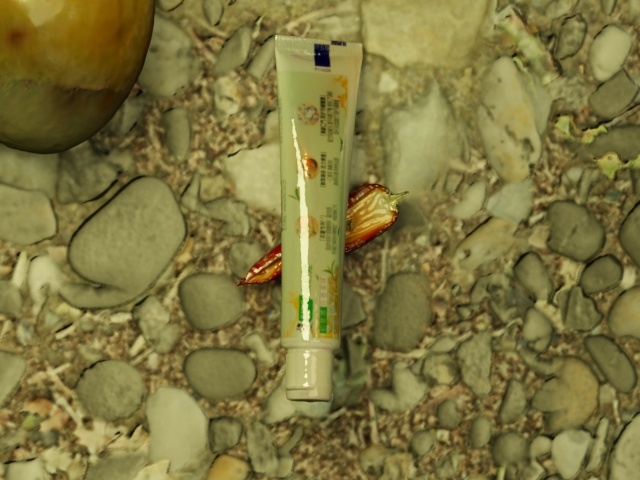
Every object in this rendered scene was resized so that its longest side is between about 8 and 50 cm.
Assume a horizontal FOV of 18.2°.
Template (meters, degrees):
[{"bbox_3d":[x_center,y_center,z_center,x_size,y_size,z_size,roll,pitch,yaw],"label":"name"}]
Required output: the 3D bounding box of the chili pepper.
[{"bbox_3d":[0.000,0.000,1.744,0.178,0.027,0.045,-32,100,-14],"label":"chili pepper"}]

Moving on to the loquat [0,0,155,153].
[{"bbox_3d":[-0.219,-0.182,1.565,0.179,0.179,0.227,-3,100,-20],"label":"loquat"}]

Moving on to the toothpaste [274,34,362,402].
[{"bbox_3d":[-0.006,-0.020,1.704,0.058,0.056,0.314,16,73,-57],"label":"toothpaste"}]
